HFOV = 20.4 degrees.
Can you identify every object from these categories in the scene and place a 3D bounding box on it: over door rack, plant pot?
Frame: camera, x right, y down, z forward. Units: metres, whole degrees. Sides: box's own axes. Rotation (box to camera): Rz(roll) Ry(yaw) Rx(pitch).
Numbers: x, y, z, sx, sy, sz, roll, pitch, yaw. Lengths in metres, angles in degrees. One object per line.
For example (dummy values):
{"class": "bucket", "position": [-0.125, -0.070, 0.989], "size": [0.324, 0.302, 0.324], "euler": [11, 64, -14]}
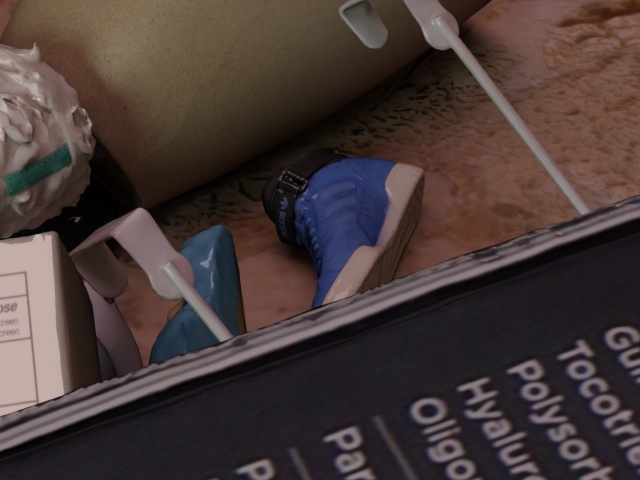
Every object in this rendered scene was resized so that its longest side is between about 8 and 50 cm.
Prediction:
{"class": "over door rack", "position": [0.078, 0.036, 0.842], "size": [0.324, 0.108, 0.239], "euler": [45, 57, 1]}
{"class": "plant pot", "position": [-0.060, -0.157, 1.084], "size": [0.256, 0.256, 0.274], "euler": [34, 73, 35]}

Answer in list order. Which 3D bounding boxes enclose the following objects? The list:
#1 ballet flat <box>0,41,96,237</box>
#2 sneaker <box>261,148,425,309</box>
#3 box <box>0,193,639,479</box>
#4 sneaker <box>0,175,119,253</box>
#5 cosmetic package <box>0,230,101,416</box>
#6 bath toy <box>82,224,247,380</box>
{"class": "ballet flat", "position": [-0.324, -0.036, 0.990], "size": [0.409, 0.147, 0.147], "euler": [-6, 42, 22]}
{"class": "sneaker", "position": [0.000, 0.001, 1.016], "size": [0.084, 0.058, 0.152], "euler": [14, 43, 13]}
{"class": "box", "position": [0.137, 0.238, 0.454], "size": [0.471, 0.480, 0.297], "euler": [-20, 47, -13]}
{"class": "sneaker", "position": [-0.248, -0.069, 1.076], "size": [0.283, 0.124, 0.107], "euler": [24, 53, 28]}
{"class": "cosmetic package", "position": [-0.162, 0.166, 0.743], "size": [0.160, 0.113, 0.309], "euler": [-8, 70, 0]}
{"class": "bath toy", "position": [-0.211, 0.074, 0.919], "size": [0.348, 0.151, 0.129], "euler": [-9, 82, 4]}
